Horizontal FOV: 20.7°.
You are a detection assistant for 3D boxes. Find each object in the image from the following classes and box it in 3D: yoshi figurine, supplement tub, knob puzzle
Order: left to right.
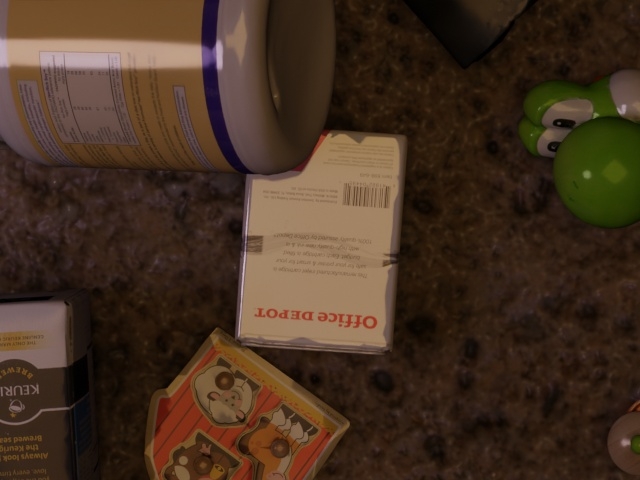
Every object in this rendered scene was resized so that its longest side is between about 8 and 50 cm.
[{"bbox_3d":[-0.172,-0.184,1.635,0.331,0.241,0.241,3,91,18],"label":"supplement tub"},{"bbox_3d":[-0.094,0.214,1.782,0.213,0.030,0.213,0,91,-2],"label":"knob puzzle"},{"bbox_3d":[0.375,-0.073,1.718,0.362,0.203,0.204,5,97,1],"label":"yoshi figurine"}]

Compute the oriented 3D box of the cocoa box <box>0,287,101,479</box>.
[{"bbox_3d":[-0.391,0.173,1.669,0.347,0.231,0.228,-3,92,-2],"label":"cocoa box"}]

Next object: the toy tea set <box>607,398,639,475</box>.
[{"bbox_3d":[0.438,0.267,1.724,0.336,0.124,0.200,16,90,11],"label":"toy tea set"}]

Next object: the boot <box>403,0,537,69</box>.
[{"bbox_3d":[0.007,-0.334,1.731,0.445,0.146,0.367,44,91,-7],"label":"boot"}]

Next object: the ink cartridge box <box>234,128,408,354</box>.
[{"bbox_3d":[0.000,0.000,1.751,0.158,0.092,0.218,4,89,-2],"label":"ink cartridge box"}]
